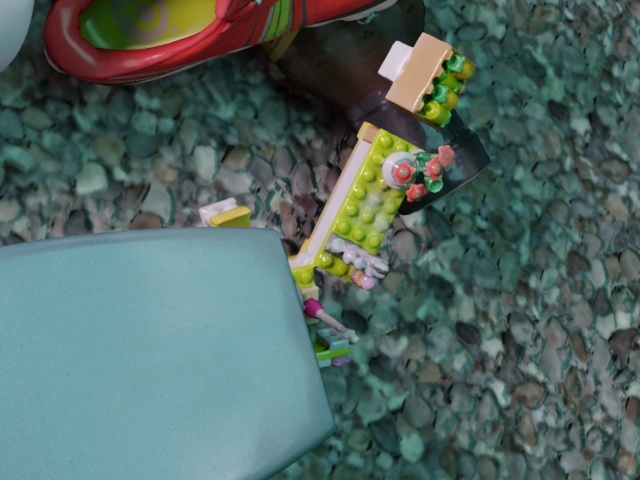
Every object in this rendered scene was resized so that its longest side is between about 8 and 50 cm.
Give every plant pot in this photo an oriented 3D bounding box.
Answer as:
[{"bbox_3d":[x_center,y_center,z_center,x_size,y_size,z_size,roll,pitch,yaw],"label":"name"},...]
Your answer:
[{"bbox_3d":[-0.123,0.077,0.807,0.234,0.165,0.165,-17,88,-11],"label":"plant pot"}]

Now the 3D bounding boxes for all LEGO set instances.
[{"bbox_3d":[0.000,0.000,0.943,0.287,0.107,0.132,-31,114,-12],"label":"LEGO set"}]

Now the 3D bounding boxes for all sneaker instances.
[{"bbox_3d":[-0.032,-0.157,0.929,0.279,0.118,0.107,-26,98,10],"label":"sneaker"}]

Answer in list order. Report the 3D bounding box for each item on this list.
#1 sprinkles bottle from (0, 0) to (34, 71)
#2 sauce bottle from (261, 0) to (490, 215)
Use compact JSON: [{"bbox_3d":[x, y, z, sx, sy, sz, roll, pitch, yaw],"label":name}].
[{"bbox_3d":[-0.309,-0.121,0.750,0.355,0.121,0.121,-11,83,-44],"label":"sprinkles bottle"},{"bbox_3d":[-0.007,-0.177,1.038,0.111,0.111,0.344,-35,95,-34],"label":"sauce bottle"}]
